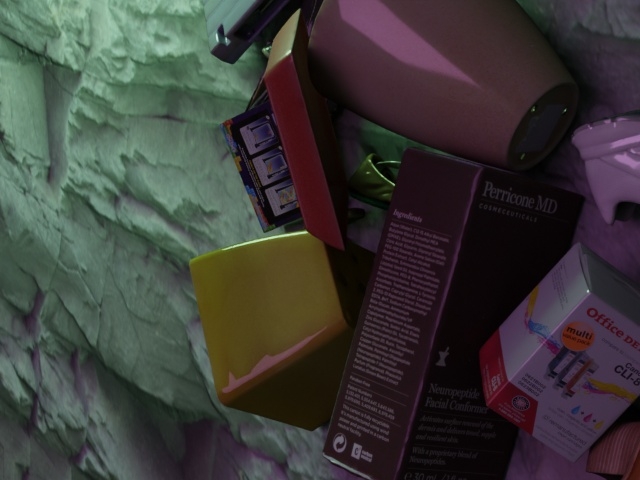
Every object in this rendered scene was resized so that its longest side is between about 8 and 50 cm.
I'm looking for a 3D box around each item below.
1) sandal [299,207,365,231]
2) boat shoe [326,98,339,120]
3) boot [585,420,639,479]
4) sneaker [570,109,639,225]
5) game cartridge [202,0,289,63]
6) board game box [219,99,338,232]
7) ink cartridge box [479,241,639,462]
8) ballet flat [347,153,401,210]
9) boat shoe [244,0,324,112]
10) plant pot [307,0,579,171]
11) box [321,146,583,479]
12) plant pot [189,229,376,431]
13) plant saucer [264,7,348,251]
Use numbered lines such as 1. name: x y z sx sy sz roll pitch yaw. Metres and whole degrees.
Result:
1. sandal: 0.000 0.000 2.077 0.180 0.072 0.049 -31 74 41
2. boat shoe: 0.008 -0.194 2.129 0.040 0.049 0.142 9 93 10
3. boot: 0.369 0.325 1.571 0.220 0.109 0.283 1 70 49
4. sneaker: 0.413 -0.092 1.639 0.297 0.111 0.129 -11 91 47
5. game cartridge: -0.051 -0.450 2.218 0.355 0.068 0.230 -43 36 32
6. board game box: -0.052 -0.112 2.123 0.141 0.048 0.170 -20 93 42
7. ink cartridge box: 0.278 0.120 1.653 0.176 0.128 0.127 -52 13 21
8. ballet flat: 0.118 -0.058 1.953 0.232 0.080 0.073 28 91 47
9. boat shoe: -0.049 -0.258 2.173 0.080 0.073 0.224 -130 59 -67
10. plant pot: 0.170 -0.208 1.837 0.274 0.256 0.256 40 111 28
11. box: 0.156 0.099 1.789 0.143 0.191 0.381 17 94 48
12. plant pot: -0.018 0.100 1.978 0.187 0.212 0.212 -29 59 26
13. plant saucer: -0.018 -0.141 1.922 0.047 0.259 0.258 -13 110 7
